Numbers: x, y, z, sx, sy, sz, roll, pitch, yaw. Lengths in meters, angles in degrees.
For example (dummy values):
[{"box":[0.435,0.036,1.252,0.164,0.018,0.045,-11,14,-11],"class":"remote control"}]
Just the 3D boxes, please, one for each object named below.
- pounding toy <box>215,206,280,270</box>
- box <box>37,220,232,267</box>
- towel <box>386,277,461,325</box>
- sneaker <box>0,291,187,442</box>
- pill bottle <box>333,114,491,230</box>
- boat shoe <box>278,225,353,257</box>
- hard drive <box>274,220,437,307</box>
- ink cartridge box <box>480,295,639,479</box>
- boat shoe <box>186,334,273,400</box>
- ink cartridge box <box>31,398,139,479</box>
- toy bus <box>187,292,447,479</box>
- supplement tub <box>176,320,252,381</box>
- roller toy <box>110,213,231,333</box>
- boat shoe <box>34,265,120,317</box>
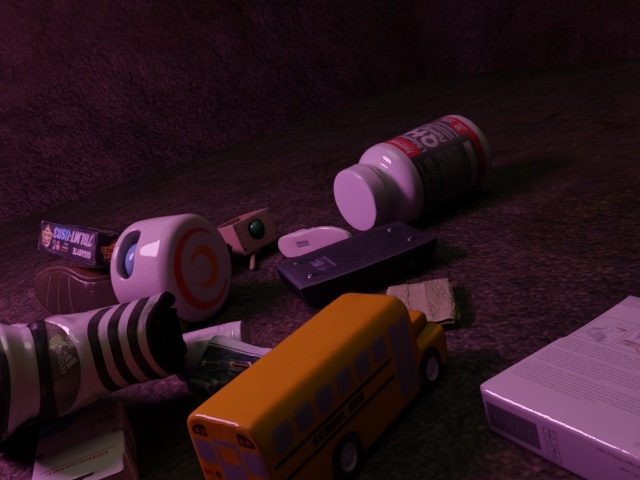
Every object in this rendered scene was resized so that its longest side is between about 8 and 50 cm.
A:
[{"box":[-0.160,0.003,1.526,0.141,0.100,0.130,-13,13,47],"class":"pounding toy"},{"box":[-0.382,0.017,1.471,0.294,0.073,0.296,6,0,-41],"class":"box"},{"box":[0.148,0.095,1.055,0.110,0.027,0.148,-11,18,10],"class":"towel"},{"box":[-0.330,0.176,0.999,0.258,0.169,0.448,-7,-5,-28],"class":"sneaker"},{"box":[0.189,-0.135,1.490,0.319,0.176,0.176,-26,20,-31],"class":"pill bottle"},{"box":[0.000,0.000,1.435,0.184,0.066,0.063,-13,15,42],"class":"boat shoe"},{"box":[0.062,0.039,1.256,0.255,0.054,0.172,-20,18,-15],"class":"hard drive"},{"box":[0.332,0.148,0.678,0.239,0.060,0.275,-23,18,-25],"class":"ink cartridge box"},{"box":[-0.083,0.185,0.931,0.184,0.065,0.083,9,54,28],"class":"boat shoe"},{"box":[-0.270,0.263,0.830,0.104,0.060,0.180,-19,17,-12],"class":"ink cartridge box"},{"box":[0.016,0.159,0.792,0.108,0.130,0.333,0,23,40],"class":"toy bus"},{"box":[-0.157,0.161,1.037,0.107,0.070,0.071,-13,17,4],"class":"supplement tub"},{"box":[-0.264,0.051,1.266,0.146,0.191,0.209,-6,20,30],"class":"roller toy"},{"box":[-0.434,0.106,1.417,0.308,0.110,0.104,4,4,31],"class":"boat shoe"}]
